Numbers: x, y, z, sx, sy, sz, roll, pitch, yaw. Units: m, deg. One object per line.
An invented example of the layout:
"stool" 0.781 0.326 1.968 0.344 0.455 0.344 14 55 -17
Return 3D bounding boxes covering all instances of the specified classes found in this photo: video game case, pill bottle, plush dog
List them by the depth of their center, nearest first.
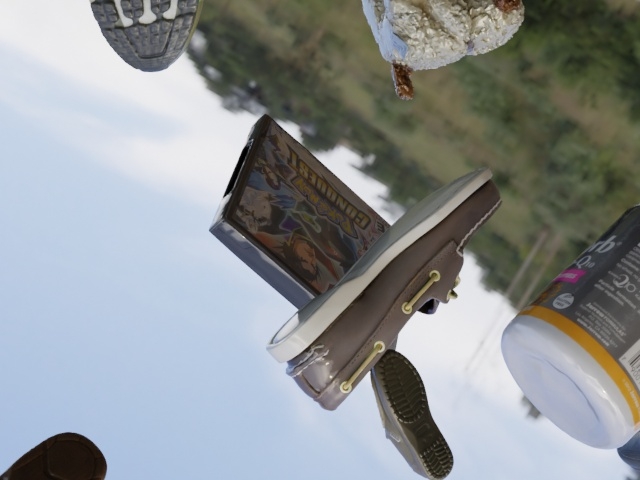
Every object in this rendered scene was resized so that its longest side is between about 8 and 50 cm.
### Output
"pill bottle" 0.324 0.061 1.366 0.162 0.278 0.162 43 161 19
"video game case" 0.000 0.000 1.697 0.275 0.035 0.248 42 -148 -17
"plush dog" 0.203 -0.336 2.118 0.225 0.211 0.262 -12 175 -10

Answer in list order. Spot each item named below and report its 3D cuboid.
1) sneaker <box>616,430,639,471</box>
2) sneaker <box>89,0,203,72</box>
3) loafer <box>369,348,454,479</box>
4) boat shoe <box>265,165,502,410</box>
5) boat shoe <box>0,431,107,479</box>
"sneaker" 0.513 0.260 1.977 0.106 0.101 0.267 29 146 -24
"sneaker" -0.185 -0.405 1.710 0.158 0.410 0.182 -2 175 18
"loafer" 0.086 0.185 1.442 0.056 0.148 0.050 -25 -176 -36
"boat shoe" 0.086 0.045 1.468 0.097 0.324 0.116 51 155 -6
"boat shoe" -0.294 0.265 1.188 0.257 0.095 0.095 -26 -114 -36
